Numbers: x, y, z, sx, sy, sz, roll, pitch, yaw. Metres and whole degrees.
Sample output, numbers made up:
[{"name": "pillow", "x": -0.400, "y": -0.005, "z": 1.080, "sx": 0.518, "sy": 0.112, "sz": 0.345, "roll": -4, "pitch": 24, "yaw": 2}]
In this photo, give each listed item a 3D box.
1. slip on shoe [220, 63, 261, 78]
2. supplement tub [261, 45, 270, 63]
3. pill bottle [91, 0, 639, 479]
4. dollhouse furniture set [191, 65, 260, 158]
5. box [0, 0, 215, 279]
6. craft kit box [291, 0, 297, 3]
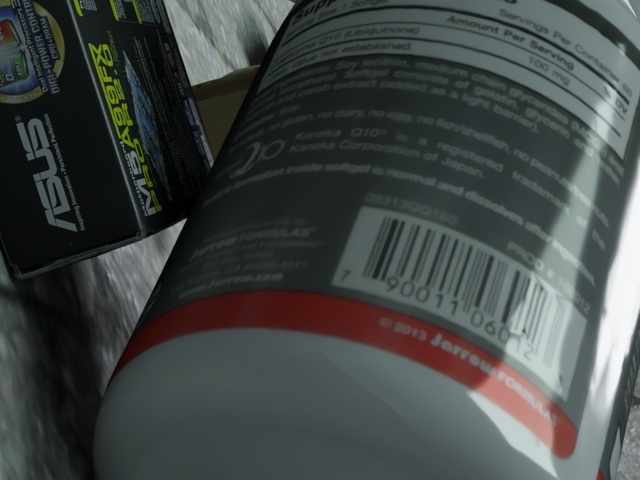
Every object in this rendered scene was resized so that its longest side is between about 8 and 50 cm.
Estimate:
[{"name": "slip on shoe", "x": 0.000, "y": 0.000, "z": 1.225, "sx": 0.331, "sy": 0.123, "sz": 0.101, "roll": 72, "pitch": 9, "yaw": -47}, {"name": "supplement tub", "x": 0.001, "y": -0.166, "z": 1.636, "sx": 0.198, "sy": 0.106, "sz": 0.106, "roll": -70, "pitch": 143, "yaw": -78}, {"name": "pill bottle", "x": 0.053, "y": -0.007, "z": 0.777, "sx": 0.363, "sy": 0.210, "sz": 0.210, "roll": -68, "pitch": 147, "yaw": -41}, {"name": "dollhouse furniture set", "x": 0.005, "y": -0.032, "z": 1.017, "sx": 0.101, "sy": 0.181, "sz": 0.161, "roll": -115, "pitch": -171, "yaw": -75}, {"name": "box", "x": -0.125, "y": -0.129, "z": 0.767, "sx": 0.216, "sy": 0.060, "sz": 0.270, "roll": -46, "pitch": 118, "yaw": -81}, {"name": "craft kit box", "x": -0.060, "y": -0.253, "z": 1.018, "sx": 0.247, "sy": 0.061, "sz": 0.250, "roll": 58, "pitch": -11, "yaw": -29}]
